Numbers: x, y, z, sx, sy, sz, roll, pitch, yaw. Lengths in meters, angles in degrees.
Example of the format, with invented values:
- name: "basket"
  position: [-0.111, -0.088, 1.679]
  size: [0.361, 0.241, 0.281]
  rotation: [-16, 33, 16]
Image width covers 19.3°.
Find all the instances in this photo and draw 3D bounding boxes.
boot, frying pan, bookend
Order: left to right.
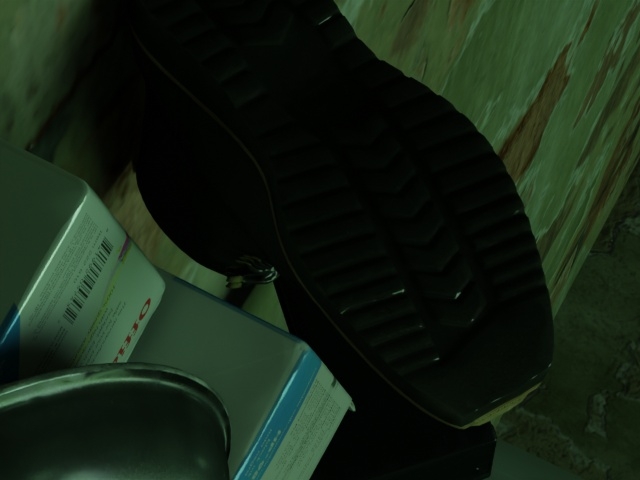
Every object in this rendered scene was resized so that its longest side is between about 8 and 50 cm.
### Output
- name: "frying pan"
  position: [-0.113, 0.149, 0.614]
  size: [0.197, 0.053, 0.326]
  rotation: [-24, 150, -24]
- name: "bookend"
  position: [-0.010, 0.063, 0.953]
  size: [0.157, 0.156, 0.072]
  rotation: [-17, 159, -5]
- name: "boot"
  position: [0.000, 0.000, 0.640]
  size: [0.077, 0.198, 0.137]
  rotation: [-22, 153, -21]

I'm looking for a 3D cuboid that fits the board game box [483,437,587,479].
- name: "board game box"
  position: [0.013, 0.244, 1.112]
  size: [0.303, 0.224, 0.097]
  rotation: [-68, 170, 19]

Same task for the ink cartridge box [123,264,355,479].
- name: "ink cartridge box"
  position: [-0.050, 0.058, 0.734]
  size: [0.060, 0.104, 0.180]
  rotation: [-63, 168, -8]

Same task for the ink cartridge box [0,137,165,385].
- name: "ink cartridge box"
  position: [-0.099, 0.027, 0.585]
  size: [0.088, 0.052, 0.122]
  rotation: [-61, 167, -10]
